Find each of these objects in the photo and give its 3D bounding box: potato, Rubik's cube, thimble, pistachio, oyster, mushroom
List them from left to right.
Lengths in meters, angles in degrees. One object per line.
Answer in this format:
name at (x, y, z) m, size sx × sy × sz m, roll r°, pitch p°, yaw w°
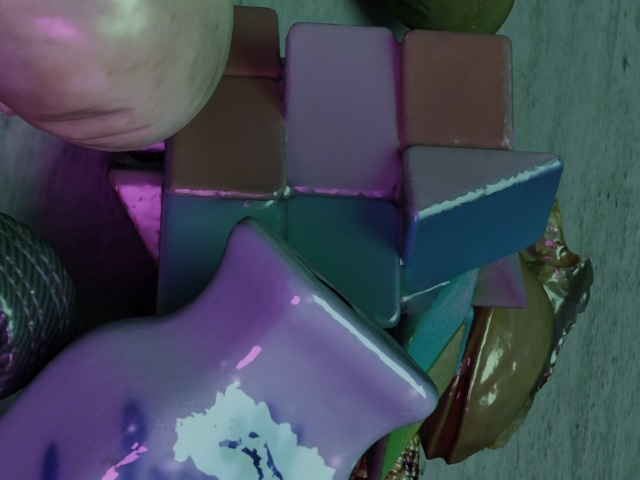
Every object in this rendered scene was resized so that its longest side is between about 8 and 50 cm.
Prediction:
thimble at (-0.241, 0.046, 1.066) m, size 0.118 × 0.135 × 0.090 m, roll -54°, pitch 168°, yaw 28°
mushroom at (-0.210, -0.173, 0.965) m, size 0.356 × 0.315 × 0.315 m, roll -54°, pitch 134°, yaw -49°
Rubik's cube at (0.000, 0.000, 1.288) m, size 0.368 × 0.358 × 0.387 m, roll -116°, pitch -152°, yaw -79°
potato at (0.124, -0.314, 1.666) m, size 0.235 × 0.160 × 0.178 m, roll 37°, pitch 19°, yaw -38°
pistachio at (0.175, 0.123, 1.718) m, size 0.260 × 0.163 × 0.212 m, roll -71°, pitch 165°, yaw -47°
oyster at (0.263, 0.090, 1.933) m, size 0.166 × 0.110 × 0.341 m, roll 41°, pitch 68°, yaw -45°

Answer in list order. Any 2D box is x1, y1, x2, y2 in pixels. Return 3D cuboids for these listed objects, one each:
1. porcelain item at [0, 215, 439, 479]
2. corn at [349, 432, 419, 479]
porcelain item at (-0.119, 0.188, 1.031) m, size 0.242 × 0.178 × 0.405 m, roll 42°, pitch 91°, yaw -24°
corn at (0.054, 0.304, 1.599) m, size 0.086 × 0.086 × 0.253 m, roll 41°, pitch 53°, yaw -52°
